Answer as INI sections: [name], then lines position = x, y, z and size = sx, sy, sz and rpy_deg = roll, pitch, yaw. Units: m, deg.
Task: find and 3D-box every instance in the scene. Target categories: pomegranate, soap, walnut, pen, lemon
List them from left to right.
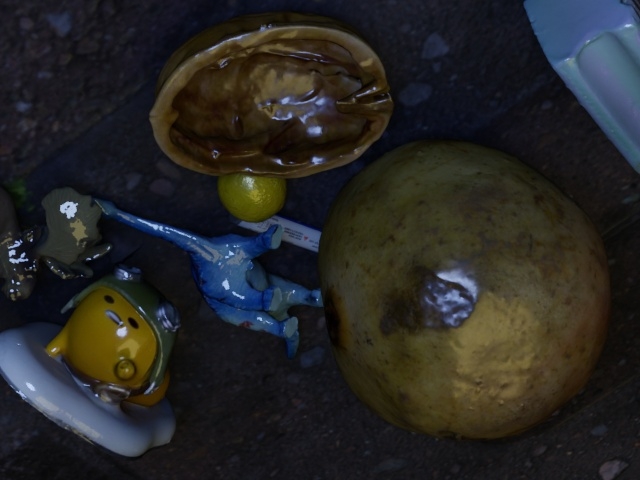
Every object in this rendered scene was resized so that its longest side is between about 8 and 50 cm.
[lemon]
position = -0.063, -0.050, 1.311
size = 0.062, 0.062, 0.083
rpy_deg = -21, 134, -3
[walnut]
position = -0.046, -0.135, 1.223
size = 0.211, 0.087, 0.167
rpy_deg = -2, 137, -18
[pen]
position = 0.000, 0.000, 1.409
size = 0.204, 0.025, 0.025
rpy_deg = 19, 121, -35
[pomegranate]
position = 0.126, 0.043, 1.326
size = 0.281, 0.281, 0.281
rpy_deg = -11, 133, -12
[soap]
position = 0.281, -0.146, 1.311
size = 0.091, 0.145, 0.230
rpy_deg = -31, 130, 20

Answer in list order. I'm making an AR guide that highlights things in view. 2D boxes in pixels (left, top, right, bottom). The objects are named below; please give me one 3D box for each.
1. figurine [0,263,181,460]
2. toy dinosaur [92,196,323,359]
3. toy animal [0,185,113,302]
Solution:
[figurine]
position = -0.177, 0.096, 1.347
size = 0.141, 0.166, 0.250
rpy_deg = -48, 160, 7
[toy dinosaur]
position = -0.068, 0.045, 1.366
size = 0.144, 0.076, 0.329
rpy_deg = 0, 153, 40
[toy animal]
position = -0.288, -0.017, 1.233
size = 0.186, 0.094, 0.214
rpy_deg = -32, 126, -3
